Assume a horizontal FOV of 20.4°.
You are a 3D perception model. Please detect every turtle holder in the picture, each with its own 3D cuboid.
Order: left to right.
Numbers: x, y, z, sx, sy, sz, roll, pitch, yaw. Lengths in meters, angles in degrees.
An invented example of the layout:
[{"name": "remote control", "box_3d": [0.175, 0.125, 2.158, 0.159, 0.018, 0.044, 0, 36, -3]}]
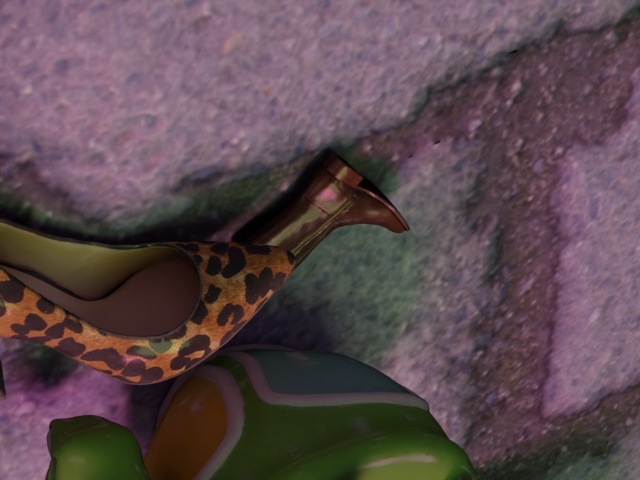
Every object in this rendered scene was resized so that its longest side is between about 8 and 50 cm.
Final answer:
[{"name": "turtle holder", "box_3d": [-0.046, 0.202, 1.338, 0.320, 0.227, 0.243, -18, 138, -24]}]

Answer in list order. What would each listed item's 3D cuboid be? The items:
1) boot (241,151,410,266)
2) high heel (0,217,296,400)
[{"name": "boot", "box_3d": [0.000, 0.000, 1.326, 0.114, 0.037, 0.106, -47, 128, 5]}, {"name": "high heel", "box_3d": [-0.140, 0.016, 1.178, 0.261, 0.093, 0.186, -18, 145, -11]}]
